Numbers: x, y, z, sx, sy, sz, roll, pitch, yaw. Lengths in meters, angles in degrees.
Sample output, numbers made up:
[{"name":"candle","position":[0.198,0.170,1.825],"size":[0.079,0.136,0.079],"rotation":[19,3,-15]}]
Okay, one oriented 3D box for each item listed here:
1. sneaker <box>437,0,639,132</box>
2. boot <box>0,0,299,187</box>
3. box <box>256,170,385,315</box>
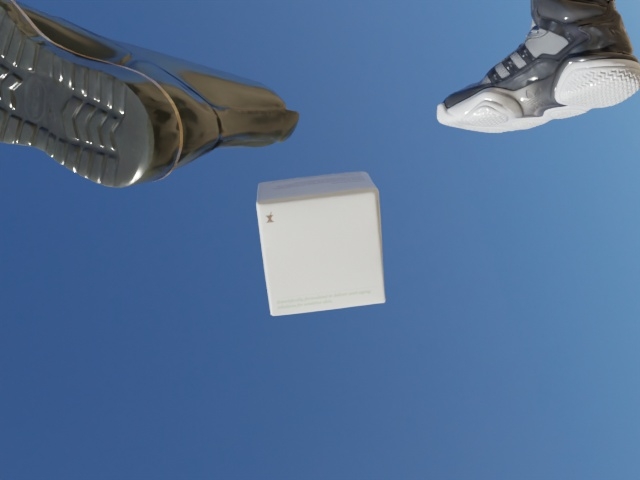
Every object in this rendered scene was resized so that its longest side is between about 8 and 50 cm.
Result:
[{"name":"sneaker","position":[0.257,-0.224,1.068],"size":[0.101,0.268,0.153],"rotation":[7,-102,-44]},{"name":"boot","position":[-0.124,-0.092,0.509],"size":[0.137,0.198,0.077],"rotation":[-19,-42,-55]},{"name":"box","position":[0.000,0.000,0.755],"size":[0.087,0.101,0.102],"rotation":[-104,8,-76]}]
